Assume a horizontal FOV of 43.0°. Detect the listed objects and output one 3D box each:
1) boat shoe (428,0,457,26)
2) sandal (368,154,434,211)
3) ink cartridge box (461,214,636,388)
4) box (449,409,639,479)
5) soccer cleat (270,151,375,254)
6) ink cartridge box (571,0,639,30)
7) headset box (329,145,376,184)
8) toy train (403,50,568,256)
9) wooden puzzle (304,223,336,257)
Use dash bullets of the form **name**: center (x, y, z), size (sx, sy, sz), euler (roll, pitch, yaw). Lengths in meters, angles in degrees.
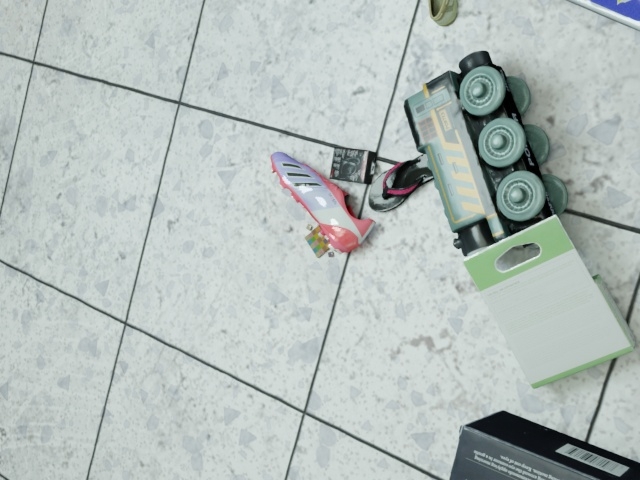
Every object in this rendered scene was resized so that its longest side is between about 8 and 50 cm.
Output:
- **boat shoe**: center (0.207, -0.450, 1.402), size (0.056, 0.048, 0.153), euler (2, 89, 32)
- **sandal**: center (0.150, -0.111, 1.428), size (0.179, 0.040, 0.067), euler (-32, 73, 27)
- **ink cartridge box**: center (0.349, 0.093, 1.250), size (0.171, 0.056, 0.235), euler (-29, 90, 28)
- **box**: center (0.354, 0.464, 1.197), size (0.343, 0.179, 0.312), euler (18, 96, 32)
- **soccer cleat**: center (0.000, -0.084, 1.506), size (0.095, 0.083, 0.248), euler (-41, 68, 7)
- **ink cartridge box**: center (0.448, -0.512, 1.246), size (0.307, 0.072, 0.303), euler (37, 108, 29)
- **headset box**: center (0.062, -0.137, 1.489), size (0.083, 0.032, 0.062), euler (10, 94, 31)
- **toy train**: center (0.261, -0.131, 1.306), size (0.190, 0.142, 0.333), euler (-25, 77, 35)
- **wooden puzzle**: center (0.000, 0.000, 1.538), size (0.049, 0.006, 0.083), euler (-41, 68, 24)
